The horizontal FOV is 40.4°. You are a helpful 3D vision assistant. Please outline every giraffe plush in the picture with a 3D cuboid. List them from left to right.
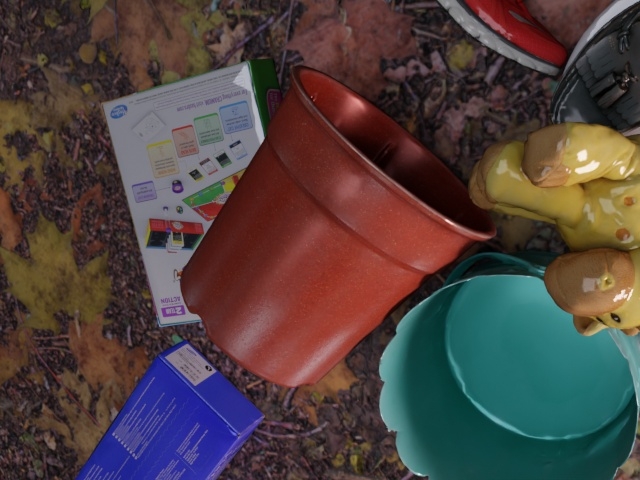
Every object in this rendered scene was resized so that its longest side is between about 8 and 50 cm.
[{"bbox_3d":[0.243,-0.002,0.750,0.210,0.181,0.171,-4,84,-2],"label":"giraffe plush"}]

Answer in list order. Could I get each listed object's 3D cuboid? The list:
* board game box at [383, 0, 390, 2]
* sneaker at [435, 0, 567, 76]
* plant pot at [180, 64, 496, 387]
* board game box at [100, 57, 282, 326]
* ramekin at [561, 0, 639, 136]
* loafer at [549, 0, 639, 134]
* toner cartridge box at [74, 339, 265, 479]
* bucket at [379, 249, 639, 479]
[{"bbox_3d":[0.103,-0.463,0.862,0.318,0.065,0.318,-38,65,27],"label":"board game box"},{"bbox_3d":[0.169,-0.292,0.911,0.118,0.107,0.279,-44,82,23],"label":"sneaker"},{"bbox_3d":[0.000,0.000,0.946,0.272,0.272,0.265,43,108,11],"label":"plant pot"},{"bbox_3d":[-0.141,-0.055,1.145,0.242,0.064,0.317,-8,99,28],"label":"board game box"},{"bbox_3d":[0.374,-0.126,0.834,0.272,0.127,0.273,7,105,26],"label":"ramekin"},{"bbox_3d":[0.301,-0.174,0.736,0.267,0.084,0.096,-38,84,28],"label":"loafer"},{"bbox_3d":[-0.241,0.326,1.282,0.165,0.075,0.348,43,117,12],"label":"toner cartridge box"},{"bbox_3d":[0.216,0.145,0.947,0.281,0.183,0.281,6,104,25],"label":"bucket"}]
